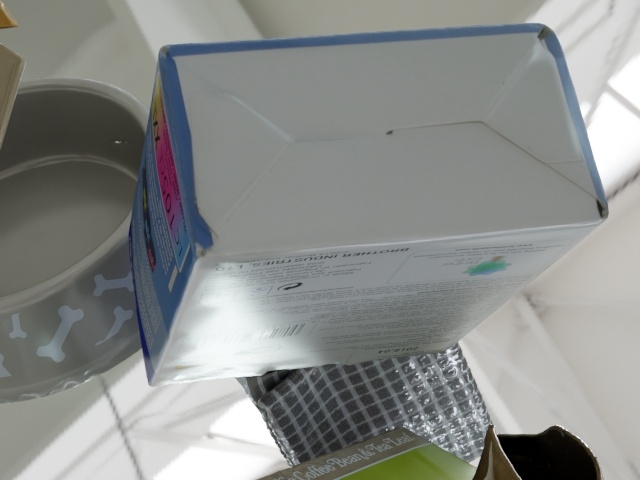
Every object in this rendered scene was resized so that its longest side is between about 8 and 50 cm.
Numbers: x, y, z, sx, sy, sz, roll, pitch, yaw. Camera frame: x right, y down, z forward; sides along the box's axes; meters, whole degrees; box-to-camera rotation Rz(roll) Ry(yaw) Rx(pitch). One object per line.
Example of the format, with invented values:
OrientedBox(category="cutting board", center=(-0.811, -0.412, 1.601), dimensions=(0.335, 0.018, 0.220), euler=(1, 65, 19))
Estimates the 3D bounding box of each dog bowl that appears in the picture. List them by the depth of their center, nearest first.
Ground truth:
OrientedBox(category="dog bowl", center=(-0.278, -0.018, 1.161), dimensions=(0.348, 0.102, 0.349), euler=(-8, -133, 9))

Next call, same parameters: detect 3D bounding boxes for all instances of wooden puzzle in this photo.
OrientedBox(category="wooden puzzle", center=(-0.206, -0.093, 0.751), dimensions=(0.078, 0.014, 0.116), euler=(42, -63, 28))

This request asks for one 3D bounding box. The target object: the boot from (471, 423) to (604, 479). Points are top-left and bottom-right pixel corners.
OrientedBox(category="boot", center=(0.101, 0.179, 0.556), dimensions=(0.112, 0.305, 0.115), euler=(5, -74, -3))

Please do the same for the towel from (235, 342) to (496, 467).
OrientedBox(category="towel", center=(0.054, 0.175, 1.356), dimensions=(0.235, 0.284, 0.121), euler=(-26, -139, 0))

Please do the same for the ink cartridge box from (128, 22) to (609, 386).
OrientedBox(category="ink cartridge box", center=(0.000, 0.000, 0.935), dimensions=(0.395, 0.270, 0.151), euler=(119, -37, -66))

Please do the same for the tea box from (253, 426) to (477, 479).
OrientedBox(category="tea box", center=(0.100, 0.355, 1.127), dimensions=(0.323, 0.329, 0.220), euler=(28, -76, 26))
